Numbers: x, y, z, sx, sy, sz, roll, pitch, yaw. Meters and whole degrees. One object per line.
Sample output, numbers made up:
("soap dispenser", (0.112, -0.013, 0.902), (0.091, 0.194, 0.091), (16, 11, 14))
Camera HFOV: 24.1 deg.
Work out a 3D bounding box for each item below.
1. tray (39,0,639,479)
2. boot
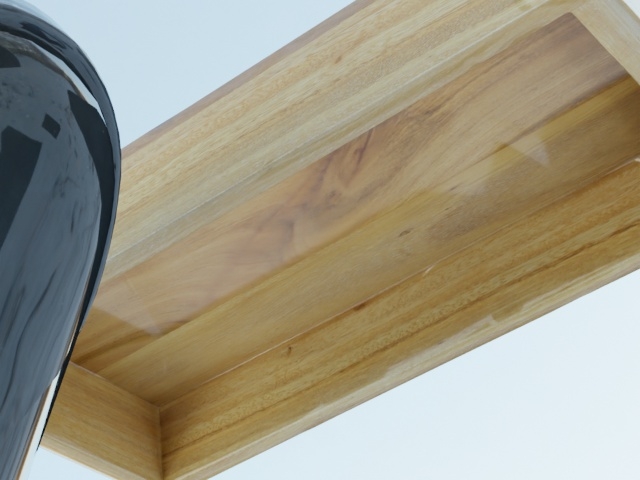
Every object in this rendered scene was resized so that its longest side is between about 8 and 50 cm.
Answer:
("tray", (0.000, 0.000, 0.776), (0.411, 0.076, 0.203), (-30, -42, 25))
("boot", (-0.107, 0.161, 0.455), (0.146, 0.445, 0.367), (15, -70, -32))
